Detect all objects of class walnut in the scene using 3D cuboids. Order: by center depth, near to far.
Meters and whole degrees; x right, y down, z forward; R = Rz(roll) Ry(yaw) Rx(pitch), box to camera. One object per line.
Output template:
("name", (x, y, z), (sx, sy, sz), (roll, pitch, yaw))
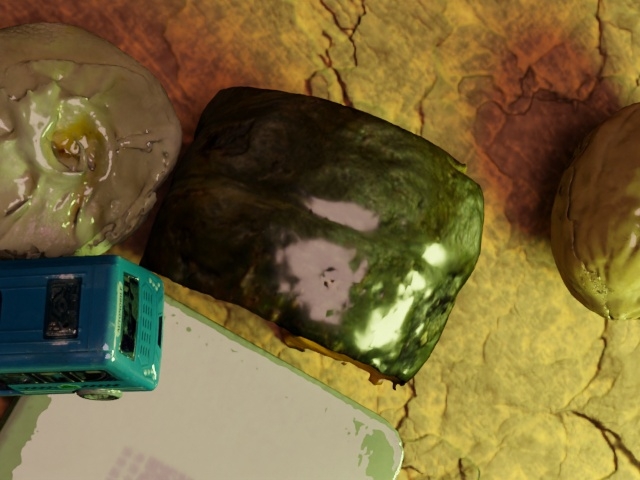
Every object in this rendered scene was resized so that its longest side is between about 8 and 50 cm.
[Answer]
("walnut", (0.349, -0.026, 1.415), (0.198, 0.198, 0.245), (25, 74, -21))

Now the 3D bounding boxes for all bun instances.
("bun", (-0.247, -0.085, 1.195), (0.239, 0.141, 0.239), (-2, 96, -23))

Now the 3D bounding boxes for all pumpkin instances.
("pumpkin", (0.000, 0.000, 1.242), (0.303, 0.256, 0.225), (24, 81, -37))

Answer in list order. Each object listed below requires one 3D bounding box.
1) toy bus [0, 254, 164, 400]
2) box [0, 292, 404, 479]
("toy bus", (-0.270, 0.077, 1.147), (0.246, 0.134, 0.113), (-3, 73, 13))
("box", (-0.147, 0.264, 1.267), (0.373, 0.090, 0.367), (31, 83, -12))
